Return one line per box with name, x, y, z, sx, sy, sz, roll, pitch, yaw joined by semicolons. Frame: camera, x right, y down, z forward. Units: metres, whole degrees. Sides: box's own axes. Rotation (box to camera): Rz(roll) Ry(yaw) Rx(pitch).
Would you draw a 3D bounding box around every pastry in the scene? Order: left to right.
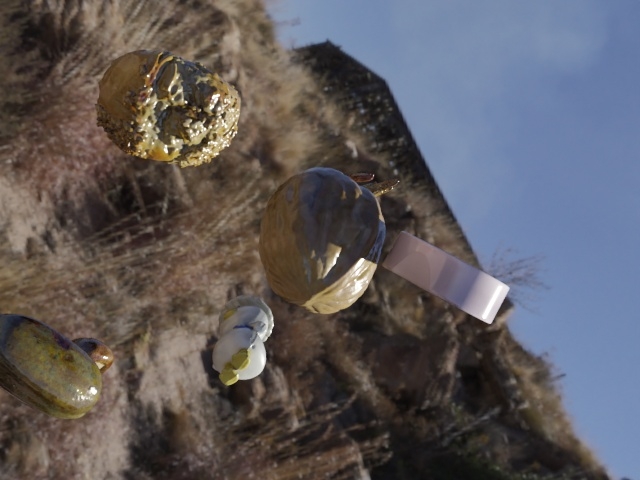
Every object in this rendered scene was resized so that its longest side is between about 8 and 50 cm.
pastry;-0.311;-0.264;1.570;0.255;0.311;0.162;-50;-139;36

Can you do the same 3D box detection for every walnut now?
walnut;0.000;0.000;1.253;0.225;0.225;0.261;82;13;-47

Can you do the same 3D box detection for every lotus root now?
lotus root;-0.462;0.205;1.214;0.241;0.124;0.123;42;48;-33

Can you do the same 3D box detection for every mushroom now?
mushroom;-0.454;0.236;1.417;0.127;0.127;0.087;87;-14;-64

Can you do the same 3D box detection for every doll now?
doll;-0.158;0.195;1.495;0.119;0.138;0.293;42;12;-10

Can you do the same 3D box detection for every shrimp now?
shrimp;0.109;-0.137;1.809;0.045;0.162;0.095;-91;160;-55

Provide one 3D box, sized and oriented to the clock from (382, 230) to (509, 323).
clock;0.201;0.058;1.202;0.068;0.197;0.197;-62;-171;1
